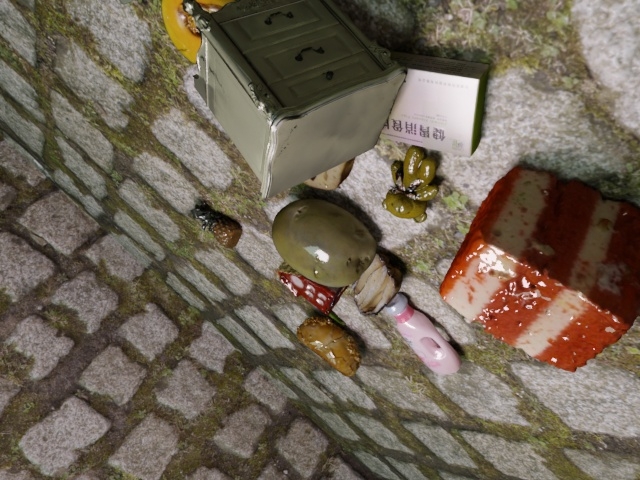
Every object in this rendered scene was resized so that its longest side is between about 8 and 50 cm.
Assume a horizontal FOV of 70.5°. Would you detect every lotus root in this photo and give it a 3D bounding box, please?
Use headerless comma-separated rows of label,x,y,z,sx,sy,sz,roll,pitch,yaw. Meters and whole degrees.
lotus root,0.002,-0.217,1.222,0.260,0.074,0.170,10,140,36
lotus root,0.191,0.155,1.495,0.329,0.078,0.167,117,136,-60

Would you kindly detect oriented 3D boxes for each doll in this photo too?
doll,0.215,-0.127,1.101,0.137,0.097,0.210,31,143,22

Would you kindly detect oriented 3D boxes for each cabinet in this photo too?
cabinet,-0.060,-0.313,0.880,0.318,0.289,0.227,55,156,17

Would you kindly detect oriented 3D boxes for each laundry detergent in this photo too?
laundry detergent,0.343,0.320,1.548,0.335,0.088,0.159,50,146,-17

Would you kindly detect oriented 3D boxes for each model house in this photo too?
model house,-0.018,0.099,1.534,0.253,0.196,0.160,31,150,14

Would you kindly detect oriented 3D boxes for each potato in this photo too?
potato,0.000,0.000,1.361,0.326,0.221,0.243,34,151,17

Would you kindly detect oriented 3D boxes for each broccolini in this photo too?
broccolini,0.020,0.278,1.871,0.054,0.051,0.239,-22,117,45

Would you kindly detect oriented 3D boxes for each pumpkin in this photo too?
pumpkin,-0.226,-0.499,1.030,0.280,0.139,0.190,26,143,24

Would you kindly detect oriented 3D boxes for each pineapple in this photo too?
pineapple,-0.429,-0.069,1.837,0.237,0.111,0.119,34,119,18

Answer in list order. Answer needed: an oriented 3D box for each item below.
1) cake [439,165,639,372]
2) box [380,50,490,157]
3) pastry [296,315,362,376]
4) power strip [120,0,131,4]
cake,0.445,0.053,0.919,0.319,0.269,0.270,28,148,15
box,0.202,-0.285,0.935,0.260,0.062,0.175,20,143,27
pastry,0.047,0.433,1.920,0.310,0.162,0.255,35,170,8
power strip,-0.432,-0.664,1.112,0.287,0.053,0.093,8,137,42
